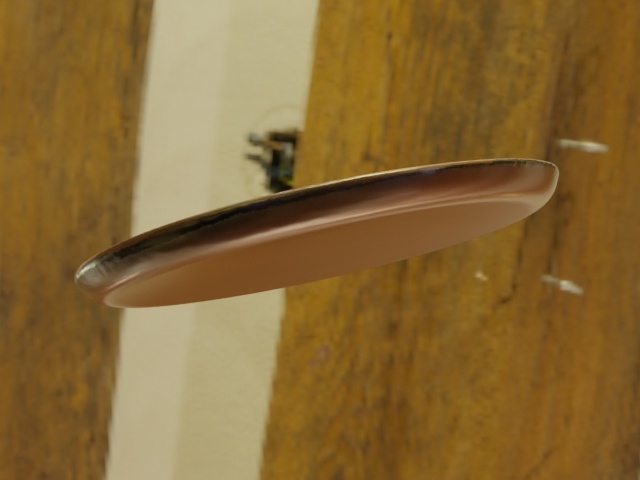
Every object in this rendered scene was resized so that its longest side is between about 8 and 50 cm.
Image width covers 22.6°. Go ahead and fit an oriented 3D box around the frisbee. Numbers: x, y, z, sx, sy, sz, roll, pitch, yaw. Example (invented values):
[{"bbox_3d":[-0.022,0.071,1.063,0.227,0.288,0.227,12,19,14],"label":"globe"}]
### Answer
[{"bbox_3d":[0.000,0.000,0.815,0.251,0.251,0.021,-20,-99,41],"label":"frisbee"}]
